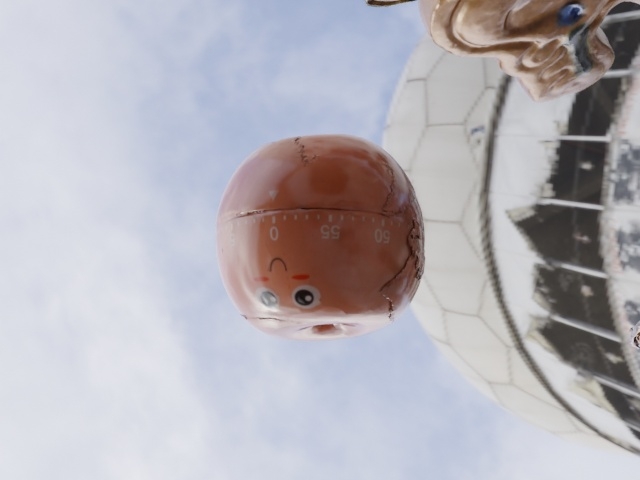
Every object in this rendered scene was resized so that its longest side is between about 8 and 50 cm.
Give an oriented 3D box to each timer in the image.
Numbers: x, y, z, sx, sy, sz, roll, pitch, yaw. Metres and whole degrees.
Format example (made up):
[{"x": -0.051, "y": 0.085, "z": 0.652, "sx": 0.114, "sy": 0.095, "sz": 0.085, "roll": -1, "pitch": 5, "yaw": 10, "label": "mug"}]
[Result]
[{"x": 0.000, "y": 0.000, "z": 1.229, "sx": 0.230, "sy": 0.229, "sz": 0.214, "roll": -3, "pitch": -99, "yaw": -16, "label": "timer"}]

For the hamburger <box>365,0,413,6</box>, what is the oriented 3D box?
[{"x": 0.055, "y": -0.332, "z": 0.989, "sx": 0.246, "sy": 0.170, "sz": 0.246, "roll": 1, "pitch": -75, "yaw": 2, "label": "hamburger"}]

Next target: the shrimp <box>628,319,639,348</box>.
[{"x": 0.361, "y": 0.081, "z": 1.108, "sx": 0.133, "sy": 0.236, "sz": 0.053, "roll": -20, "pitch": -107, "yaw": -22, "label": "shrimp"}]

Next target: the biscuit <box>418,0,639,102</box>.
[{"x": 0.173, "y": -0.205, "z": 0.829, "sx": 0.202, "sy": 0.047, "sz": 0.334, "roll": -42, "pitch": -34, "yaw": 22, "label": "biscuit"}]
